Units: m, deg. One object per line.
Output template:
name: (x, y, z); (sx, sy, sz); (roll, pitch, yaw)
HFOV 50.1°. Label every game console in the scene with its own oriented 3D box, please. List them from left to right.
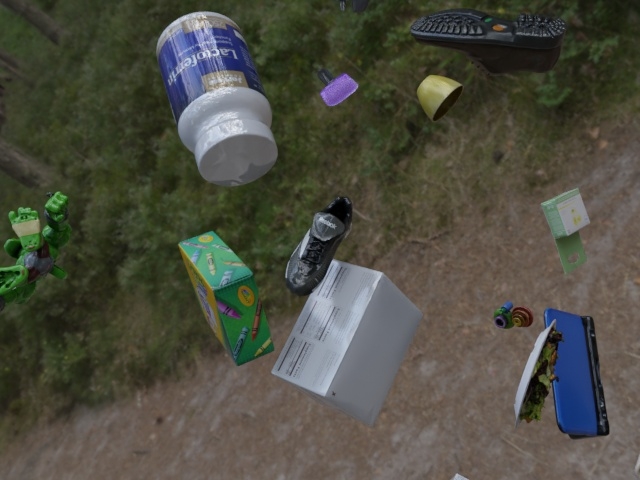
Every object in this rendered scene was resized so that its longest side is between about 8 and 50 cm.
game console: (0.595, 0.336, 1.694); (0.250, 0.173, 0.293); (112, 160, -69)

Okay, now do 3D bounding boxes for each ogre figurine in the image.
ogre figurine: (-0.418, 0.029, 0.986); (0.118, 0.097, 0.197); (118, 163, -79)

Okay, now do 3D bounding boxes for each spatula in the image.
spatula: (0.026, -0.389, 1.688); (0.084, 0.030, 0.296); (-38, 23, 7)

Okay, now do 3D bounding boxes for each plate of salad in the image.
plate of salad: (0.381, 0.233, 1.179); (0.048, 0.200, 0.199); (20, 69, 25)

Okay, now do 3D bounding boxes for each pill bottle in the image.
pill bottle: (-0.165, -0.226, 1.103); (0.153, 0.153, 0.264); (-41, 56, 31)

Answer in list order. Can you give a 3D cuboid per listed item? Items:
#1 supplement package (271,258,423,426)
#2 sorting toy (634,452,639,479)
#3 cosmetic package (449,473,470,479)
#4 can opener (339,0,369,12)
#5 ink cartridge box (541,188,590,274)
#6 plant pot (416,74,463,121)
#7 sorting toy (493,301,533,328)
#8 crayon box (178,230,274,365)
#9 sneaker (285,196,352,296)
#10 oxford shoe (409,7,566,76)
supplement package: (0.062, 0.206, 1.382); (0.145, 0.204, 0.261); (14, 70, 40)
sorting toy: (0.767, 0.503, 1.485); (0.193, 0.208, 0.038); (-43, 0, -41)
cosmetic package: (0.344, 0.674, 1.764); (0.099, 0.060, 0.239); (-60, -15, -21)
can opener: (0.075, -0.668, 1.578); (0.076, 0.095, 0.283); (-91, 2, -50)
ink cartridge box: (0.785, -0.030, 2.138); (0.171, 0.235, 0.056); (-20, 0, -43)
plant pot: (0.341, -0.431, 2.017); (0.134, 0.095, 0.134); (-43, -14, -14)
sorting toy: (0.406, 0.167, 1.475); (0.042, 0.061, 0.102); (-29, 4, -40)
crayon box: (-0.187, 0.103, 1.331); (0.081, 0.165, 0.278); (-21, 24, -17)
sneaker: (0.000, 0.000, 1.309); (0.234, 0.078, 0.106); (-57, -11, -36)
oxford shoe: (0.242, -0.288, 1.025); (0.082, 0.227, 0.096); (-58, -26, -35)
